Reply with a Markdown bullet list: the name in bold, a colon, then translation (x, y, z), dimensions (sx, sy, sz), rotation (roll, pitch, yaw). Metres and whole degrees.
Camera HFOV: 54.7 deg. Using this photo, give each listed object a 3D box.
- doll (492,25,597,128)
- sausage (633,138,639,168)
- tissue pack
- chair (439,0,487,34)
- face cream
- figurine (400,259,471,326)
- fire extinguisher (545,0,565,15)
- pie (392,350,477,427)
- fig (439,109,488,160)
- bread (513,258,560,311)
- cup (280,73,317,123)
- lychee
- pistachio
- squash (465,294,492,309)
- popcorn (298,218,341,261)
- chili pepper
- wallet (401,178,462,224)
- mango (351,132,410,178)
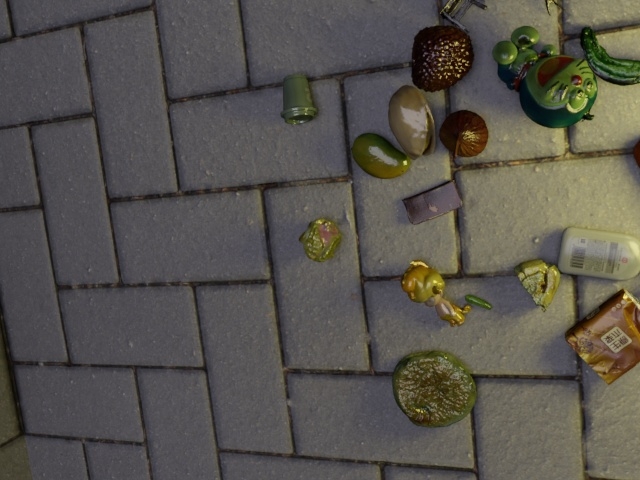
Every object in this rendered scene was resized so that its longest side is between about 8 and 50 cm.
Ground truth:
- **doll**: translation (0.623, -0.434, 1.701), dimensions (0.198, 0.186, 0.322), rotation (-35, 67, -7)
- **sausage**: translation (0.962, -0.139, 1.671), dimensions (0.102, 0.102, 0.330), rotation (-31, 87, 23)
- **tissue pack**: translation (0.856, 0.275, 1.790), dimensions (0.183, 0.092, 0.226), rotation (46, 114, 7)
- **chair**: translation (0.369, -0.707, 1.799), dimensions (0.212, 0.084, 0.101), rotation (40, 107, 10)
- **face cream**: translation (0.836, 0.044, 1.763), dimensions (0.291, 0.071, 0.144), rotation (7, 105, 21)
- **figurine**: translation (0.356, 0.171, 1.952), dimensions (0.246, 0.131, 0.156), rotation (46, 153, -8)
- **fire extinguisher**: translation (0.700, -0.720, 1.681), dimensions (0.099, 0.071, 0.231), rotation (38, 114, -19)
- **pie**: translation (0.369, 0.485, 2.028), dimensions (0.276, 0.078, 0.277), rotation (3, 100, 15)
- **fig**: translation (0.404, -0.304, 1.800), dimensions (0.146, 0.201, 0.134), rotation (24, 117, 22)
- **bread**: translation (0.661, 0.122, 1.835), dimensions (0.110, 0.103, 0.156), rotation (-35, 93, 15)
- **cup**: translation (-0.076, -0.458, 2.005), dimensions (0.119, 0.120, 0.141), rotation (-10, 83, 22)
- **lychee**: translation (0.352, -0.529, 1.794), dimensions (0.188, 0.188, 0.188), rotation (4, 101, 20)
- **pistachio**: translation (0.276, -0.358, 1.873), dimensions (0.152, 0.126, 0.223), rotation (5, 113, 57)
- **squash**: translation (0.498, 0.194, 1.947), dimensions (0.089, 0.027, 0.027), rotation (20, 106, 15)
- **popcorn**: translation (0.000, 0.000, 2.046), dimensions (0.126, 0.125, 0.145), rotation (-4, 83, 42)
- **chili pepper**: translation (0.823, -0.482, 1.675), dimensions (0.278, 0.065, 0.122), rotation (27, 112, 19)
- **wallet**: translation (0.353, -0.118, 1.944), dimensions (0.176, 0.026, 0.095), rotation (-23, 85, 22)
- **mango**: translation (0.182, -0.259, 1.950), dimensions (0.191, 0.085, 0.122), rotation (39, 108, 11)
